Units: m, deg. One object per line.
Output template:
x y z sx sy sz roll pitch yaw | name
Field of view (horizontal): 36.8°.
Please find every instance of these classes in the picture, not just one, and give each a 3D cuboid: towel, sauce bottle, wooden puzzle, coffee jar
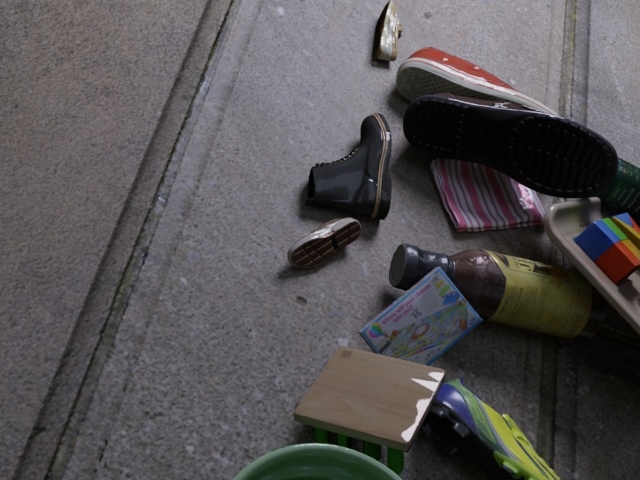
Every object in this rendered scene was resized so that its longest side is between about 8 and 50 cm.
0.295 -0.085 1.674 0.197 0.029 0.144 -5 61 -25 | towel
0.279 0.075 1.509 0.345 0.111 0.111 13 54 -16 | sauce bottle
0.527 0.066 1.555 0.347 0.080 0.322 54 26 14 | wooden puzzle
0.578 -0.087 1.756 0.184 0.079 0.096 25 29 -5 | coffee jar

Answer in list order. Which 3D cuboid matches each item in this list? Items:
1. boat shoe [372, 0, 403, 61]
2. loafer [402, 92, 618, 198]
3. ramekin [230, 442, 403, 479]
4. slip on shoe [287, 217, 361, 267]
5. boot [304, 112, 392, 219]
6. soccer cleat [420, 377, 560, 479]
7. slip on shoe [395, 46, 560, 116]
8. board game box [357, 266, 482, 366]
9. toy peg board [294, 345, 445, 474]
0.129 -0.388 1.797 0.045 0.050 0.135 19 63 -14 | boat shoe
0.327 -0.182 1.644 0.366 0.133 0.130 20 24 4 | loafer
-0.013 0.410 1.142 0.304 0.148 0.303 11 55 -16 | ramekin
0.000 0.000 1.490 0.135 0.051 0.041 -31 34 -27 | slip on shoe
0.043 -0.133 1.577 0.137 0.077 0.197 7 55 -12 | boot
0.270 0.302 1.354 0.289 0.093 0.121 40 44 15 | soccer cleat
0.298 -0.256 1.739 0.331 0.123 0.101 25 48 0 | slip on shoe
0.147 0.126 1.417 0.154 0.026 0.103 -38 91 -8 | board game box
0.070 0.236 1.321 0.161 0.079 0.160 11 33 21 | toy peg board
